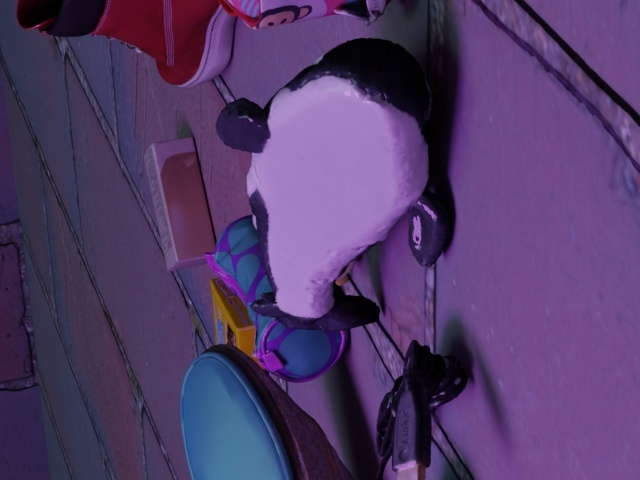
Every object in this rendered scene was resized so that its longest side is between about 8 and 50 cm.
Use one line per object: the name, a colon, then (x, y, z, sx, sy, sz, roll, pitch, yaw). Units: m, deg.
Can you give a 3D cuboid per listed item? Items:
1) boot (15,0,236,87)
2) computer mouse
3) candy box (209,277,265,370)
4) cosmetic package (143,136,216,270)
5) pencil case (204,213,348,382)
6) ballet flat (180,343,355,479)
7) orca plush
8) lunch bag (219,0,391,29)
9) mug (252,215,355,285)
boot: (-0.158, -0.178, 1.519, 0.244, 0.176, 0.088, 121, 134, -71)
computer mouse: (0.052, 0.191, 1.130, 0.184, 0.060, 0.262, 106, 176, -64)
candy box: (-0.070, 0.145, 1.706, 0.105, 0.027, 0.206, -122, 26, -62)
cosmetic package: (-0.131, -0.034, 1.781, 0.060, 0.041, 0.115, 148, 110, -74)
pencil case: (-0.034, 0.040, 1.412, 0.151, 0.070, 0.064, -121, 12, -57)
ballet flat: (-0.008, 0.216, 1.360, 0.107, 0.106, 0.316, -40, 59, 31)
orca plush: (0.028, -0.044, 1.165, 0.151, 0.102, 0.287, 21, 148, 19)
lunch bag: (-0.044, -0.252, 1.146, 0.293, 0.120, 0.258, -123, 26, -54)
mug: (0.000, -0.003, 1.309, 0.062, 0.078, 0.064, -53, 50, 26)
